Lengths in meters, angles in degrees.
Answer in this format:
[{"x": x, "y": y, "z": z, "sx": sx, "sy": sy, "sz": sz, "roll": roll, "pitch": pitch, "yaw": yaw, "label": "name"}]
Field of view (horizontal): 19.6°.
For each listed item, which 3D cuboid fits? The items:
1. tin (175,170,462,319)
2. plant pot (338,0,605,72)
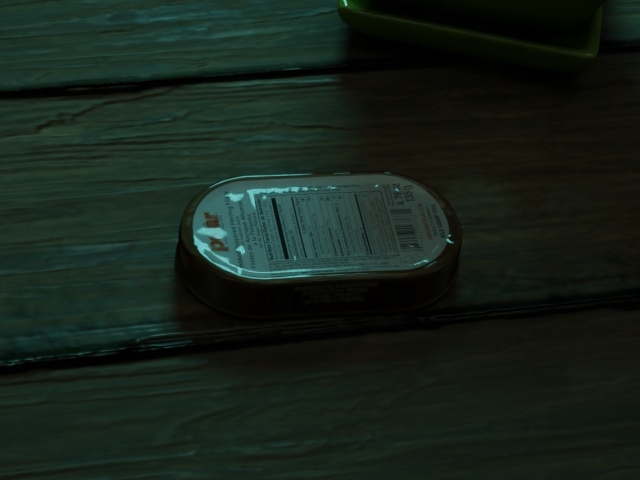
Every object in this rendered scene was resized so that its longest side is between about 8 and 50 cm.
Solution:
[{"x": 0.000, "y": 0.000, "z": 1.216, "sx": 0.189, "sy": 0.040, "sz": 0.106, "roll": -3, "pitch": 42, "yaw": -12, "label": "tin"}, {"x": 0.130, "y": -0.263, "z": 1.374, "sx": 0.228, "sy": 0.207, "sz": 0.227, "roll": 11, "pitch": 44, "yaw": 2, "label": "plant pot"}]
